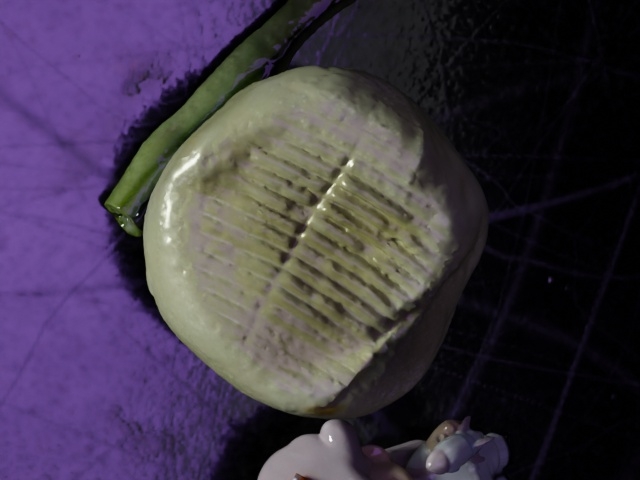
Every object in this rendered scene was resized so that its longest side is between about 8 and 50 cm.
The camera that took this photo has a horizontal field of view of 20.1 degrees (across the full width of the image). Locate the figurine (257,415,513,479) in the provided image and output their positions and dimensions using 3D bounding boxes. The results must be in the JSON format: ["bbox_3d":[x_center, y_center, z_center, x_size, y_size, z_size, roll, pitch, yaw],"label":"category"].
[{"bbox_3d":[0.034,0.183,1.228,0.229,0.112,0.137,-14,109,-28],"label":"figurine"}]

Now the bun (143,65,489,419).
[{"bbox_3d":[0.000,0.000,1.179,0.229,0.145,0.229,0,100,2],"label":"bun"}]

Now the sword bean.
[{"bbox_3d":[-0.043,-0.110,1.203,0.269,0.038,0.043,-46,119,-7],"label":"sword bean"}]
